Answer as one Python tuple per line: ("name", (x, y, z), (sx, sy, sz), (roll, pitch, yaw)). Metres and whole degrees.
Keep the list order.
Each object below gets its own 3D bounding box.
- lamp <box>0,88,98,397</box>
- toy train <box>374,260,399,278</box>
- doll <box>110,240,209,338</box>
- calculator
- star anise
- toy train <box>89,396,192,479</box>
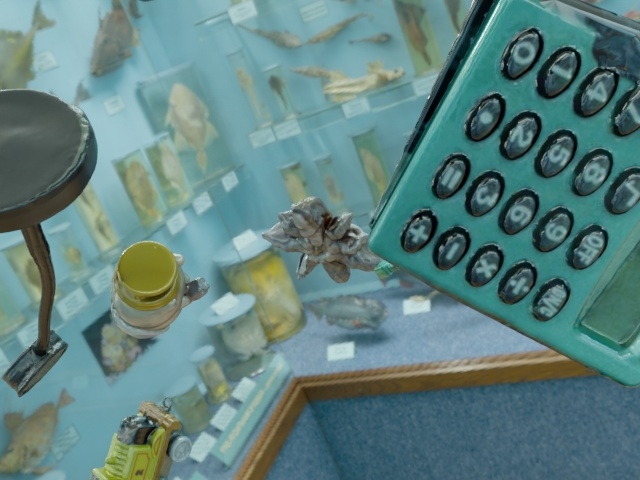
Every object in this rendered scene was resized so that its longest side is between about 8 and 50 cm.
("lamp", (-0.249, 0.016, 0.541), (0.130, 0.108, 0.371), (-53, 0, -30))
("toy train", (0.121, 0.028, 0.993), (0.092, 0.029, 0.045), (-25, 19, 49))
("doll", (-0.139, 0.045, 0.576), (0.084, 0.073, 0.127), (-2, -22, -14))
("calculator", (0.194, -0.039, 0.499), (0.248, 0.274, 0.058), (-62, 0, 21))
("star anise", (0.000, 0.000, 1.224), (0.229, 0.236, 0.093), (3, 54, 17))
("toy train", (-0.284, 0.349, 1.032), (0.089, 0.219, 0.127), (17, 1, 41))
